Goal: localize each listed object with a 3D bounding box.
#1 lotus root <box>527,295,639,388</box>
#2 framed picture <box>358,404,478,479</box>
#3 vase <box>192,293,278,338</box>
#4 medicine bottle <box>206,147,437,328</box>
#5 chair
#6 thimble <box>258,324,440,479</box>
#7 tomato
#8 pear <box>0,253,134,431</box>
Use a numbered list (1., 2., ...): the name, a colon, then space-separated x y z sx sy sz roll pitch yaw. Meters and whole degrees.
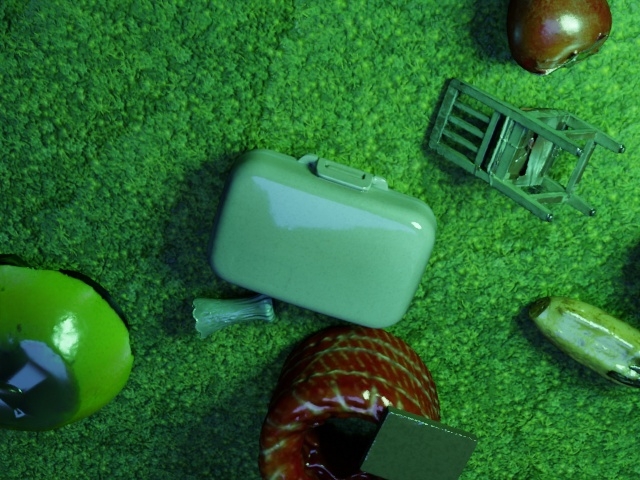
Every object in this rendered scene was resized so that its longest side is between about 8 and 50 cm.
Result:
1. lotus root: 0.495 0.176 1.729 0.258 0.097 0.110 32 110 -1
2. framed picture: 0.167 0.363 1.657 0.169 0.023 0.127 20 110 -10
3. vase: -0.155 0.131 1.800 0.149 0.081 0.081 -10 115 8
4. medicine bottle: 0.000 0.000 1.682 0.375 0.123 0.282 18 116 -1
5. chair: 0.331 -0.153 1.572 0.270 0.147 0.136 38 123 37
6. thimble: 0.056 0.352 1.799 0.350 0.230 0.350 3 117 7
7. tomato: 0.351 -0.332 1.457 0.167 0.167 0.167 3 117 6
8. pear: -0.569 0.228 1.849 0.399 0.165 0.398 3 117 6
